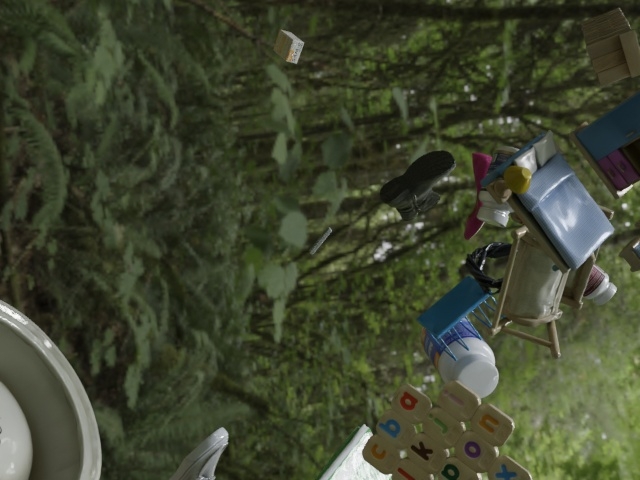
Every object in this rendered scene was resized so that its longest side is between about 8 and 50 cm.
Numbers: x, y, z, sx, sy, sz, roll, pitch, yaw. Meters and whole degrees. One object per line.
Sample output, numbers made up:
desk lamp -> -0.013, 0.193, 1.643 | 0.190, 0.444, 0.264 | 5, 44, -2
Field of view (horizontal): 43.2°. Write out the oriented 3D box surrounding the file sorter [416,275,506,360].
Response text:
file sorter -> 0.344, 0.191, 1.951 | 0.104, 0.170, 0.118 | 52, -4, -21

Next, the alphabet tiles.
alphabet tiles -> 0.219, 0.399, 1.436 | 0.284, 0.278, 0.021 | -62, 157, 12

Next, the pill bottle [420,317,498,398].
pill bottle -> 0.373, 0.307, 2.157 | 0.272, 0.152, 0.152 | -115, -163, -69

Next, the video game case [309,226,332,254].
video game case -> 0.000, 0.000, 2.252 | 0.011, 0.087, 0.122 | 39, 2, -3

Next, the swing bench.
swing bench -> 0.486, 0.065, 1.707 | 0.254, 0.165, 0.253 | -41, 145, -54

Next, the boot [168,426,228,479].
boot -> -0.240, 0.508, 1.669 | 0.123, 0.258, 0.095 | 44, 25, 15

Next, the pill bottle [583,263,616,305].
pill bottle -> 0.692, 0.097, 2.108 | 0.152, 0.086, 0.086 | 41, -9, 1

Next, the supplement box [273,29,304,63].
supplement box -> -0.087, -0.527, 2.195 | 0.098, 0.036, 0.062 | 51, -54, 50

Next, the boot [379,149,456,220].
boot -> 0.299, -0.155, 2.291 | 0.161, 0.246, 0.084 | 28, 38, -50

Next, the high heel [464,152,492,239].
high heel -> 0.439, -0.127, 2.319 | 0.082, 0.117, 0.244 | -72, -173, -74

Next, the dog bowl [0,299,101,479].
dog bowl -> -0.524, 0.279, 1.211 | 0.408, 0.150, 0.408 | 54, 12, -18

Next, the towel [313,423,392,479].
towel -> 0.109, 0.562, 1.588 | 0.038, 0.248, 0.325 | -28, -82, 43

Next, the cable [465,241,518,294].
cable -> 0.436, 0.063, 1.926 | 0.150, 0.184, 0.047 | 48, -31, 40

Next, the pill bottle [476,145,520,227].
pill bottle -> 0.416, -0.120, 1.834 | 0.094, 0.094, 0.170 | 177, -66, -83

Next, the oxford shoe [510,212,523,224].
oxford shoe -> 0.536, -0.104, 2.040 | 0.348, 0.122, 0.130 | 17, 86, -71

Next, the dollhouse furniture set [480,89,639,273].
dollhouse furniture set -> 0.448, -0.069, 1.208 | 0.286, 0.303, 0.198 | 54, -32, 3

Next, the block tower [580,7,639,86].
block tower -> 0.610, -0.412, 1.702 | 0.091, 0.097, 0.335 | 65, 21, -15
